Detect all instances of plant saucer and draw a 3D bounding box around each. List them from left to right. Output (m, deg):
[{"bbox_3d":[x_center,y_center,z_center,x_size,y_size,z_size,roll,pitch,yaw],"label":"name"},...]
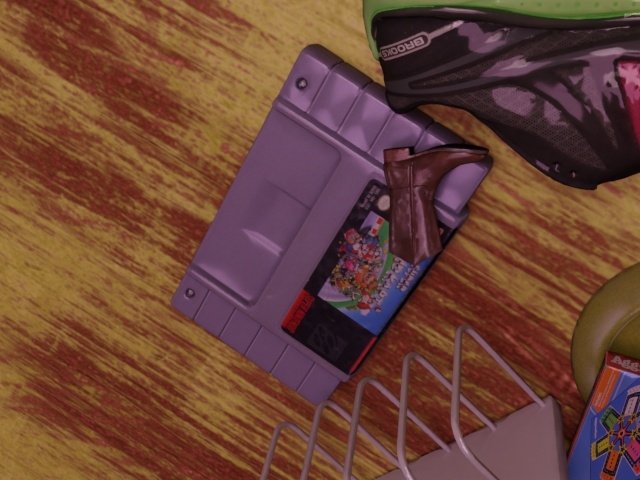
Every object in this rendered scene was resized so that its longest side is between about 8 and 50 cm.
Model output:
[{"bbox_3d":[0.372,0.129,0.803,0.241,0.037,0.241,7,113,17],"label":"plant saucer"}]

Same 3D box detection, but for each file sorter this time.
[{"bbox_3d":[0.090,0.242,0.842,0.278,0.193,0.173,-34,111,28],"label":"file sorter"}]

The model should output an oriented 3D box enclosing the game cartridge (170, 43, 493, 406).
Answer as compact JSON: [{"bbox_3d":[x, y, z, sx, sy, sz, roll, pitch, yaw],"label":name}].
[{"bbox_3d":[0.000,0.000,0.879,0.230,0.068,0.355,36,118,9],"label":"game cartridge"}]

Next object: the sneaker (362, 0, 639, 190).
[{"bbox_3d":[0.271,-0.142,0.680,0.483,0.185,0.202,17,133,17],"label":"sneaker"}]

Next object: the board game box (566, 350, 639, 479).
[{"bbox_3d":[0.328,0.241,0.836,0.145,0.027,0.281,15,128,13],"label":"board game box"}]

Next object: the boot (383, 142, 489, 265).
[{"bbox_3d":[0.111,-0.033,0.773,0.106,0.037,0.114,0,101,29],"label":"boot"}]
